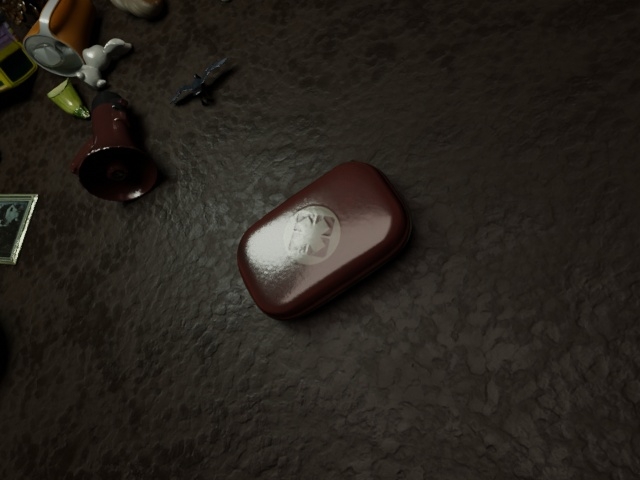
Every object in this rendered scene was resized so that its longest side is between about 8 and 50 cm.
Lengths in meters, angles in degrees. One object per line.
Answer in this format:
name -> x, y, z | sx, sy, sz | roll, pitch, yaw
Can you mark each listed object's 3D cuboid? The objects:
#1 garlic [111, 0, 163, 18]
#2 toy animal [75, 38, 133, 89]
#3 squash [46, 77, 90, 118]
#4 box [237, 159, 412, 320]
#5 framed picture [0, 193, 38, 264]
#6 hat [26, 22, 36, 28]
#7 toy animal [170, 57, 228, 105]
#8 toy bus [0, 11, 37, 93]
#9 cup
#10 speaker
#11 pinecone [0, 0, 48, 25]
garlic -> -0.608, -0.805, 1.524 | 0.160, 0.191, 0.214 | -16, 78, 41
toy animal -> -0.698, -0.574, 1.524 | 0.127, 0.131, 0.182 | 25, 89, -7
squash -> -0.803, -0.450, 1.515 | 0.090, 0.075, 0.200 | -36, 63, -24
box -> 0.000, 0.000, 1.054 | 0.403, 0.108, 0.263 | -35, 64, 7
framed picture -> -1.030, -0.043, 1.491 | 0.295, 0.019, 0.233 | 2, 73, 20
hat -> -0.949, -0.741, 1.676 | 0.145, 0.067, 0.146 | -12, 27, 6
toy animal -> -0.346, -0.440, 1.353 | 0.220, 0.062, 0.108 | -28, 66, 16
toy bus -> -1.232, -0.577, 1.615 | 0.439, 0.249, 0.210 | -14, 40, 15
cup -> -0.835, -0.691, 1.538 | 0.182, 0.226, 0.264 | 11, 67, -10
speaker -> -0.602, -0.252, 1.368 | 0.330, 0.198, 0.259 | 60, 138, 40
pinecone -> -0.984, -0.854, 1.589 | 0.224, 0.224, 0.273 | 14, 43, 23
